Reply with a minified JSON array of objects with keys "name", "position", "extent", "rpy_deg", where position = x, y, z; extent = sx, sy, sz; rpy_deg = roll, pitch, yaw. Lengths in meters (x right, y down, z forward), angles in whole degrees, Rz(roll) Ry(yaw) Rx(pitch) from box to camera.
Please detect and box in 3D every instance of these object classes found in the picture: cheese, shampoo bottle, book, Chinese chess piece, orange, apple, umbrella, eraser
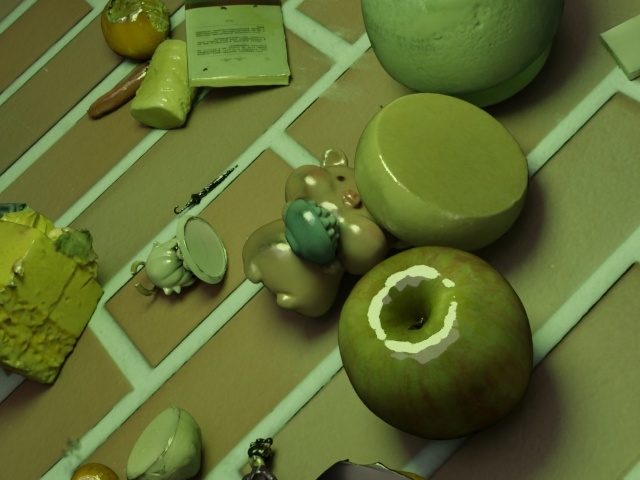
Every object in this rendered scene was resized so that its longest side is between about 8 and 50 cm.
[{"name":"cheese","position":[-0.303,-0.313,1.743],"extent":[0.123,0.094,0.167],"rpy_deg":[7,65,26]},{"name":"shampoo bottle","position":[0.224,-0.394,1.411],"extent":[0.323,0.317,0.322],"rpy_deg":[-13,57,21]},{"name":"book","position":[-0.171,-0.420,1.739],"extent":[0.202,0.026,0.289],"rpy_deg":[-2,56,-6]},{"name":"Chinese chess piece","position":[0.183,-0.104,1.319],"extent":[0.274,0.102,0.273],"rpy_deg":[9,52,-12]},{"name":"orange","position":[-0.394,-0.461,1.850],"extent":[0.157,0.134,0.156],"rpy_deg":[-6,74,21]},{"name":"apple","position":[0.160,0.142,1.179],"extent":[0.257,0.234,0.256],"rpy_deg":[-13,57,21]},{"name":"orange","position":[-0.358,0.393,1.372],"extent":[0.083,0.070,0.083],"rpy_deg":[-4,61,8]},{"name":"umbrella","position":[-0.211,-0.094,1.623],"extent":[0.149,0.022,0.022],"rpy_deg":[-36,48,-10]},{"name":"eraser","position":[0.544,-0.332,1.409],"extent":[0.150,0.023,0.103],"rpy_deg":[-26,55,8]}]

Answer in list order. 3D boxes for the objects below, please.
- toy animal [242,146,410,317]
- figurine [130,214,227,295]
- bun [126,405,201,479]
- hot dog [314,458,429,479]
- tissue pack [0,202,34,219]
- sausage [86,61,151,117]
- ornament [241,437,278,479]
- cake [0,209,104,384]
[{"name":"toy animal","position":[0.001,0.004,1.373],"extent":[0.210,0.229,0.221],"rpy_deg":[44,129,10]},{"name":"figurine","position":[-0.258,0.040,1.510],"extent":[0.154,0.132,0.132],"rpy_deg":[-26,54,23]},{"name":"bun","position":[-0.228,0.332,1.339],"extent":[0.138,0.094,0.138],"rpy_deg":[-41,24,23]},{"name":"hot dog","position":[0.132,0.412,1.119],"extent":[0.326,0.107,0.194],"rpy_deg":[41,93,27]},{"name":"tissue pack","position":[-0.695,0.008,1.749],"extent":[0.236,0.073,0.173],"rpy_deg":[1,61,25]},{"name":"sausage","position":[-0.416,-0.315,1.830],"extent":[0.177,0.040,0.047],"rpy_deg":[-36,54,3]},{"name":"ornament","position":[-0.096,0.386,1.262],"extent":[0.081,0.088,0.203],"rpy_deg":[-37,36,31]},{"name":"cake","position":[-0.542,0.073,1.548],"extent":[0.228,0.222,0.285],"rpy_deg":[15,69,29]}]
